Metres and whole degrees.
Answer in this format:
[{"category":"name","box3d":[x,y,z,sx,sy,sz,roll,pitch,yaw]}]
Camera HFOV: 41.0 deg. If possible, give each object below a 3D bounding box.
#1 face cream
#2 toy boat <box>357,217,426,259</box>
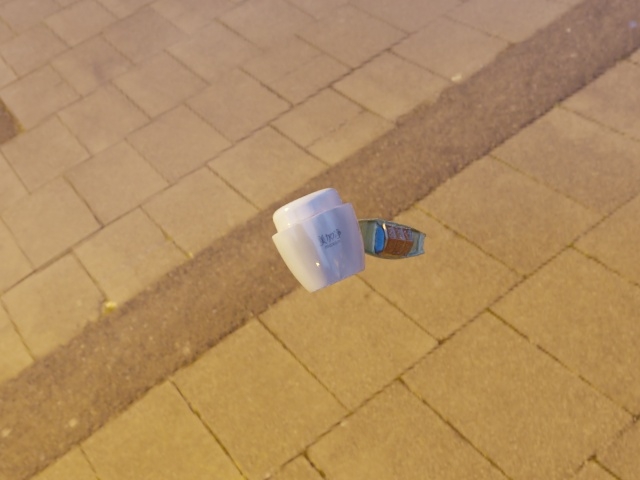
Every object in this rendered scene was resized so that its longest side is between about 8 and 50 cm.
[{"category":"face cream","box3d":[0.000,0.000,0.898,0.091,0.095,0.091,-24,-3,-1]},{"category":"toy boat","box3d":[0.100,-0.003,1.389,0.066,0.172,0.065,7,89,57]}]
